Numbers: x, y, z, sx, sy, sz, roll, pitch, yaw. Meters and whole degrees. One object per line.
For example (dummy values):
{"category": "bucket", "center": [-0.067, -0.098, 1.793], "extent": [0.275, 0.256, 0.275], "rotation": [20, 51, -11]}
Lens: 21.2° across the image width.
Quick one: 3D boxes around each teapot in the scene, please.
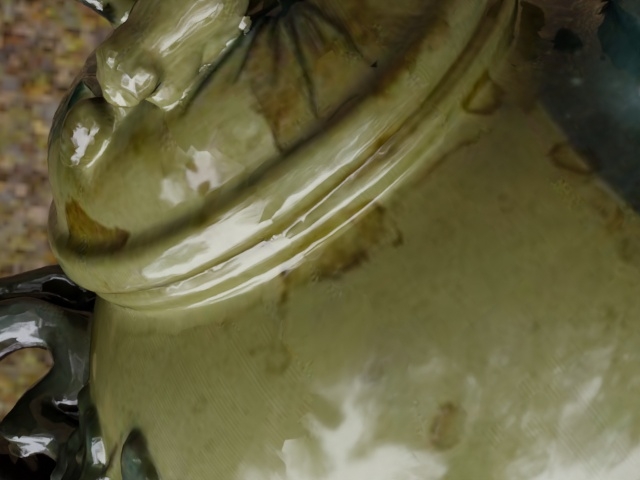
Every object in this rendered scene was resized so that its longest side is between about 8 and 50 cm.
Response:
{"category": "teapot", "center": [0.000, 0.000, 0.381], "extent": [0.269, 0.173, 0.182], "rotation": [-23, 119, 30]}
